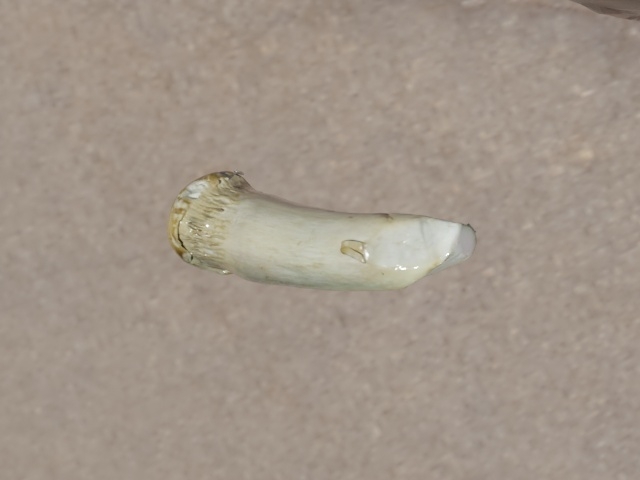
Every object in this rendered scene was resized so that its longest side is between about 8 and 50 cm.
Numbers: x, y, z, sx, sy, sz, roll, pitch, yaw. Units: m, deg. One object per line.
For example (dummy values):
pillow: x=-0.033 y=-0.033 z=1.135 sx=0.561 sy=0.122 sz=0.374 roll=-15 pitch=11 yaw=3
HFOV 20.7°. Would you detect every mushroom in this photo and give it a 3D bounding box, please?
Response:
mushroom: x=0.000 y=0.000 z=1.139 sx=0.209 sy=0.084 sz=0.071 roll=8 pitch=75 yaw=33

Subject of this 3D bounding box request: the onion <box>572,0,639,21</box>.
onion: x=0.086 y=-0.123 z=0.494 sx=0.280 sy=0.314 sz=0.146 roll=-6 pitch=96 yaw=15
